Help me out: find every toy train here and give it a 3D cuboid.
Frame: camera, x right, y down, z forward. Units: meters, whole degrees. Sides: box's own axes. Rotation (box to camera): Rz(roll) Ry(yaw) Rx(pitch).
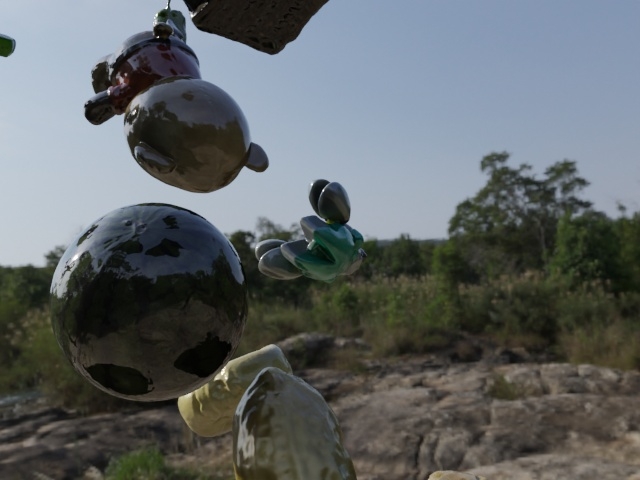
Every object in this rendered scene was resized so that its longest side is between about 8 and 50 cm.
[{"bbox_3d":[-0.697,-0.412,1.423,0.042,0.044,0.209,30,13,16],"label":"toy train"}]

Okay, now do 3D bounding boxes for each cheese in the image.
[{"bbox_3d":[-0.160,0.294,1.365,0.214,0.117,0.226,-38,-17,20],"label":"cheese"}]

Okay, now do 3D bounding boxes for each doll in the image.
[{"bbox_3d":[-0.224,-0.210,1.068,0.234,0.330,0.174,-4,-41,-42],"label":"doll"},{"bbox_3d":[-0.013,0.015,1.220,0.153,0.195,0.258,35,-22,23],"label":"doll"}]

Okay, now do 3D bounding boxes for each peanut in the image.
[{"bbox_3d":[-0.020,0.270,0.690,0.146,0.306,0.147,-13,-25,-6],"label":"peanut"}]

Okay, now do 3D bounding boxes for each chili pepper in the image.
[{"bbox_3d":[-0.310,-0.429,1.438,0.073,0.204,0.072,-7,-11,-36],"label":"chili pepper"}]

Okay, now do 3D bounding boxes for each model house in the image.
[{"bbox_3d":[-0.054,-0.246,0.574,0.165,0.152,0.106,-43,15,26],"label":"model house"}]

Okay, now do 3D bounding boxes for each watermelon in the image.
[{"bbox_3d":[-0.178,0.067,0.736,0.212,0.212,0.212,-5,-4,0],"label":"watermelon"}]

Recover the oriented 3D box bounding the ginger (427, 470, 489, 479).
[{"bbox_3d":[0.154,0.314,0.686,0.059,0.133,0.214,47,-9,-32],"label":"ginger"}]
